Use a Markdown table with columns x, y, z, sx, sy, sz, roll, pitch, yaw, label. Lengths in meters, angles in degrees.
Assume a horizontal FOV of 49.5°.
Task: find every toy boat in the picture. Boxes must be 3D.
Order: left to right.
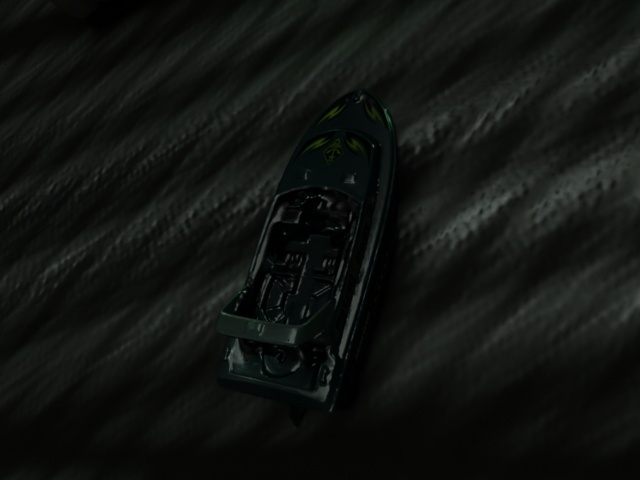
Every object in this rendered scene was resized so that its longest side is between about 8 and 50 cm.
| x | y | z | sx | sy | sz | roll | pitch | yaw | label |
| --- | --- | --- | --- | --- | --- | --- | --- | --- | --- |
| 0.000 | 0.000 | 0.480 | 0.093 | 0.103 | 0.246 | 7 | 71 | 27 | toy boat |

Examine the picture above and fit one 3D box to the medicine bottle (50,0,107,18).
| x | y | z | sx | sy | sz | roll | pitch | yaw | label |
| --- | --- | --- | --- | --- | --- | --- | --- | --- | --- |
| -0.179 | -0.339 | 0.672 | 0.250 | 0.133 | 0.133 | -32 | 61 | 9 | medicine bottle |
